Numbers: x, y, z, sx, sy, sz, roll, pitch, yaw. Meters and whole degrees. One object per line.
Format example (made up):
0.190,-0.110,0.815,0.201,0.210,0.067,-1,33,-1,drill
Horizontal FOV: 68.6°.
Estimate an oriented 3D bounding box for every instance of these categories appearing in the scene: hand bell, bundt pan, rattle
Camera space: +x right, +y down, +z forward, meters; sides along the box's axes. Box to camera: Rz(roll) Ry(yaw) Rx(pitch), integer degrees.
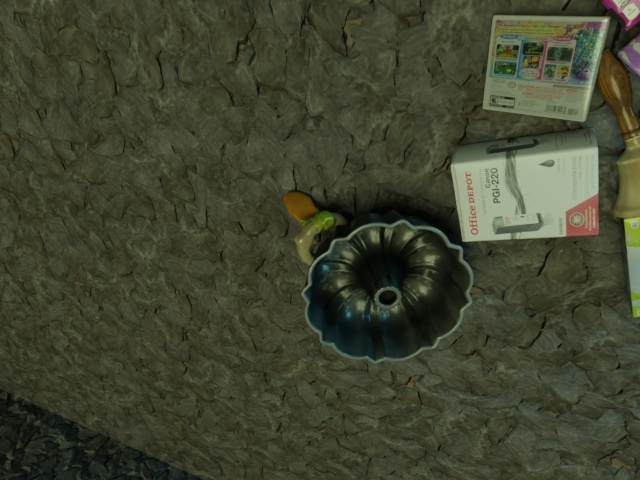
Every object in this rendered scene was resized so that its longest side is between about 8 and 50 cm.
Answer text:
0.462,-0.168,0.697,0.126,0.126,0.242,-20,100,33,hand bell
0.126,0.081,0.940,0.331,0.124,0.331,-1,118,-2,bundt pan
0.000,0.000,1.031,0.143,0.130,0.199,22,167,39,rattle

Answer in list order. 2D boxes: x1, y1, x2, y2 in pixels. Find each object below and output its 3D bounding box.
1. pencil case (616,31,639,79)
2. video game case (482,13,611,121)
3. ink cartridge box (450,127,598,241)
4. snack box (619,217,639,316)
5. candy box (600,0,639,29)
0.494,-0.286,0.596,0.206,0.086,0.088,-46,66,40,pencil case
0.330,-0.260,0.705,0.157,0.019,0.143,20,129,33,video game case
0.343,-0.089,0.795,0.218,0.092,0.158,-3,120,27,ink cartridge box
0.600,0.024,0.769,0.174,0.070,0.207,-10,119,28,snack box
0.378,-0.410,0.577,0.233,0.071,0.159,44,129,-7,candy box
